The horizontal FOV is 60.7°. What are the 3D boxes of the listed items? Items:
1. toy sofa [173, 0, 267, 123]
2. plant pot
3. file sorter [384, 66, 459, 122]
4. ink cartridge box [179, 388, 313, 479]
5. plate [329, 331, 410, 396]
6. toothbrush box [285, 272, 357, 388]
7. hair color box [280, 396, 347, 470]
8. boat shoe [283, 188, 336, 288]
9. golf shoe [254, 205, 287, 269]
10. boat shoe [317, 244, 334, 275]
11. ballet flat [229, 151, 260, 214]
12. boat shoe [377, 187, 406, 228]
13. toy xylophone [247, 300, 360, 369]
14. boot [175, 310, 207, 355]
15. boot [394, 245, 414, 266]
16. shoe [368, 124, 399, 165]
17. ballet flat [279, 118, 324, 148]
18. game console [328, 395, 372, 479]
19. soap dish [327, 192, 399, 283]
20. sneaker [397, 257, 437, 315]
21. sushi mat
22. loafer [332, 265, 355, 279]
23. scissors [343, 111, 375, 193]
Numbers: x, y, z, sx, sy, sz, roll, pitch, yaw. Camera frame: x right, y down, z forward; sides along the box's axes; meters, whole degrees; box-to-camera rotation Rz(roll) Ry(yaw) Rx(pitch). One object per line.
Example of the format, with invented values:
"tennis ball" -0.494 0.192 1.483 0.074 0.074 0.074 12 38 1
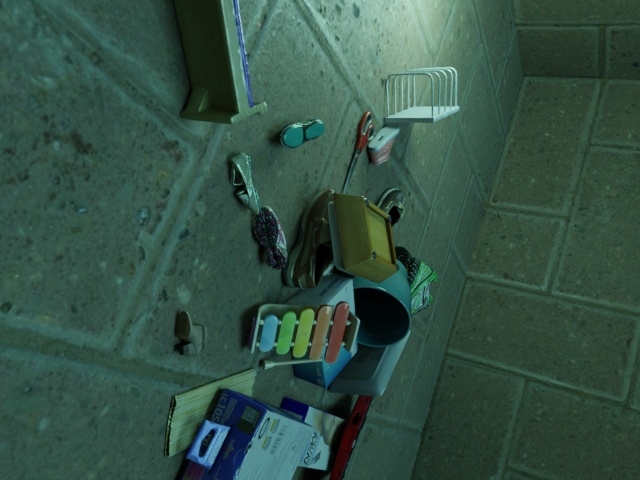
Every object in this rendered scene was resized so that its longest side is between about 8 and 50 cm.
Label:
"toy sofa" -0.204 -0.429 1.093 0.177 0.150 0.362 -40 133 -46
"plant pot" 0.203 0.194 1.949 0.255 0.272 0.271 -64 151 -53
"file sorter" 0.382 -0.547 2.038 0.278 0.193 0.173 -32 124 -52
"ink cartridge box" -0.196 0.561 1.445 0.270 0.151 0.395 -64 152 -15
"plate" 0.166 0.427 1.975 0.045 0.278 0.277 47 57 -23
"toothbrush box" 0.011 0.282 1.754 0.216 0.126 0.295 -40 134 -46
"hair color box" -0.039 0.653 1.828 0.339 0.110 0.185 47 59 -57
"boat shoe" 0.000 0.000 1.641 0.123 0.116 0.324 40 66 -58
"golf shoe" -0.134 -0.016 1.471 0.086 0.067 0.186 -86 168 -58
"boat shoe" 0.049 0.003 1.747 0.277 0.098 0.096 -66 148 -23
"ballet flat" -0.190 -0.135 1.342 0.052 0.057 0.168 -23 120 -23
"boat shoe" 0.260 -0.101 2.079 0.324 0.097 0.116 -43 136 -46
"toy xylophone" -0.052 0.276 1.550 0.323 0.081 0.236 -4 116 -17
"boot" -0.299 0.214 1.283 0.087 0.042 0.118 -15 114 -65
"boot" 0.346 0.215 2.311 0.260 0.131 0.348 41 65 -57
"shoe" 0.232 -0.345 1.981 0.178 0.063 0.081 -47 140 -35
"ballet flat" -0.065 -0.290 1.478 0.188 0.070 0.070 -25 121 -50
"game console" 0.104 0.784 2.038 0.386 0.060 0.342 -28 133 -73
"soap dish" 0.135 -0.004 1.641 0.291 0.118 0.229 25 55 -62
"sneaker" 0.351 0.246 2.096 0.343 0.146 0.134 -65 -172 -8
"sushi mat" -0.277 0.437 1.419 0.316 0.019 0.151 -3 104 -60
"loafer" 0.093 0.084 1.784 0.080 0.078 0.220 -54 175 -7
"scissors" 0.121 -0.304 1.846 0.297 0.021 0.109 -62 150 -24
